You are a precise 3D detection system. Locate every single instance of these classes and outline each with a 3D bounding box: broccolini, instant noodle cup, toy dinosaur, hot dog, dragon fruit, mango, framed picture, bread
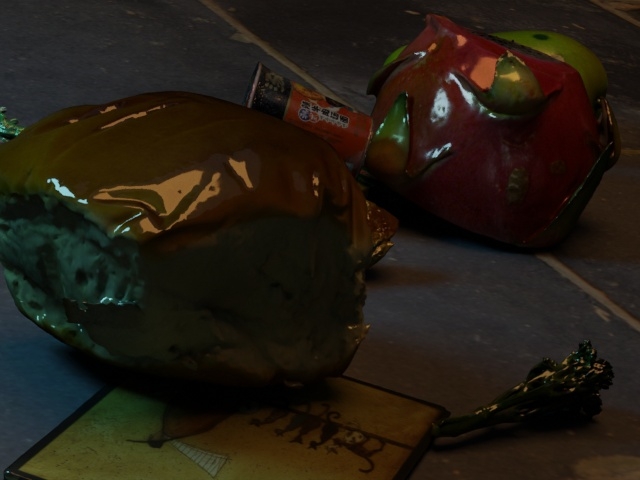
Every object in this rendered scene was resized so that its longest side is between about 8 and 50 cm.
[{"bbox_3d":[0.164,0.127,1.593,0.201,0.074,0.058,-4,42,-36],"label":"broccolini"},{"bbox_3d":[-0.021,-0.108,1.966,0.135,0.127,0.127,18,20,-6],"label":"instant noodle cup"},{"bbox_3d":[-0.348,-0.122,2.061,0.083,0.021,0.062,9,33,-8],"label":"toy dinosaur"},{"bbox_3d":[0.000,0.001,1.846,0.169,0.061,0.078,-8,69,-37],"label":"hot dog"},{"bbox_3d":[0.193,-0.137,2.084,0.290,0.189,0.290,21,21,-8],"label":"dragon fruit"},{"bbox_3d":[0.216,-0.197,2.387,0.293,0.143,0.175,6,17,14],"label":"mango"},{"bbox_3d":[-0.060,0.157,1.474,0.255,0.014,0.338,16,21,14],"label":"framed picture"},{"bbox_3d":[-0.116,-0.001,1.526,0.279,0.225,0.250,-11,28,-38],"label":"bread"}]

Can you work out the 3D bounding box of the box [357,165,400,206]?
[{"bbox_3d":[-0.029,-0.058,2.031,0.132,0.034,0.235,24,24,31],"label":"box"}]
